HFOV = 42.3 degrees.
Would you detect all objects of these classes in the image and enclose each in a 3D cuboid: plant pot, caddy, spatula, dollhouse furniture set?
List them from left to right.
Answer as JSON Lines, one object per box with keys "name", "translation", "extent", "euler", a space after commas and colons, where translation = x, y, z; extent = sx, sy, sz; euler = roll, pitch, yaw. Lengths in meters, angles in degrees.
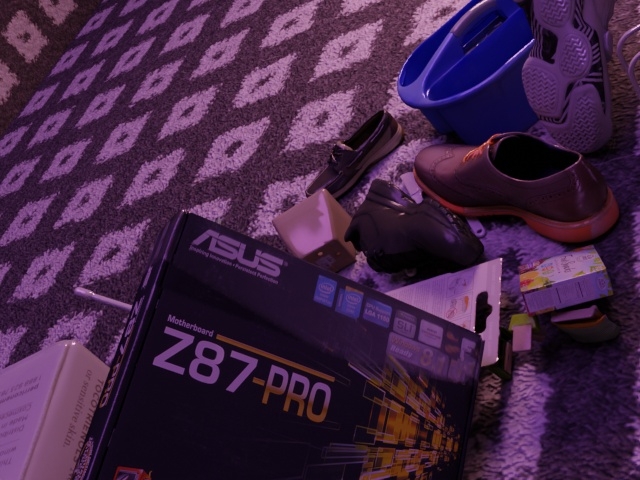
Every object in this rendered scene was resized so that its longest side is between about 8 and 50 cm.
{"name": "plant pot", "translation": [0.000, 0.000, 1.376], "extent": [0.109, 0.109, 0.096], "euler": [-32, 47, 12]}
{"name": "spatula", "translation": [0.168, -0.044, 1.341], "extent": [0.168, 0.019, 0.242], "euler": [-31, 38, 11]}
{"name": "caddy", "translation": [0.290, -0.315, 1.389], "extent": [0.341, 0.179, 0.241], "euler": [-42, 33, -3]}
{"name": "dollhouse furniture set", "translation": [0.277, 0.126, 0.994], "extent": [0.152, 0.076, 0.058], "euler": [-13, 55, 37]}

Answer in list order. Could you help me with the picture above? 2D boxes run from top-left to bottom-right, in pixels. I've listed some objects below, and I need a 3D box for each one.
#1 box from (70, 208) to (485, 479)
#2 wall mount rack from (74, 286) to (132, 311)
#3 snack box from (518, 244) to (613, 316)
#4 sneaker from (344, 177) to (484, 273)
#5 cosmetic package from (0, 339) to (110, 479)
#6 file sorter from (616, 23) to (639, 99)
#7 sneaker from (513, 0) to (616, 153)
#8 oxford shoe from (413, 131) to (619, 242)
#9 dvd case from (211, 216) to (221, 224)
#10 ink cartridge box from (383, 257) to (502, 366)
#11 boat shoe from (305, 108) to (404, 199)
{"name": "box", "translation": [-0.028, 0.189, 0.874], "extent": [0.097, 0.395, 0.318], "euler": [-33, 37, 57]}
{"name": "wall mount rack", "translation": [-0.341, 0.183, 1.460], "extent": [0.304, 0.130, 0.350], "euler": [-12, 42, 35]}
{"name": "snack box", "translation": [0.298, 0.047, 1.017], "extent": [0.100, 0.037, 0.141], "euler": [-16, 7, 14]}
{"name": "sneaker", "translation": [0.134, 0.001, 1.236], "extent": [0.130, 0.109, 0.286], "euler": [-53, 27, -4]}
{"name": "cosmetic package", "translation": [-0.306, 0.392, 0.946], "extent": [0.329, 0.393, 0.327], "euler": [-24, 37, 22]}
{"name": "file sorter", "translation": [0.498, -0.162, 1.005], "extent": [0.173, 0.193, 0.277], "euler": [-28, 35, 22]}
{"name": "sneaker", "translation": [0.395, -0.324, 1.207], "extent": [0.210, 0.365, 0.137], "euler": [-25, 12, -24]}
{"name": "oxford shoe", "translation": [0.262, -0.110, 1.209], "extent": [0.130, 0.132, 0.364], "euler": [-47, 36, -19]}
{"name": "dvd case", "translation": [-0.254, 0.007, 1.684], "extent": [0.119, 0.013, 0.087], "euler": [-27, 36, 17]}
{"name": "ink cartridge box", "translation": [0.149, 0.131, 1.111], "extent": [0.225, 0.056, 0.181], "euler": [-19, 38, 31]}
{"name": "boat shoe", "translation": [0.051, -0.156, 1.525], "extent": [0.223, 0.073, 0.080], "euler": [-40, 34, -1]}
